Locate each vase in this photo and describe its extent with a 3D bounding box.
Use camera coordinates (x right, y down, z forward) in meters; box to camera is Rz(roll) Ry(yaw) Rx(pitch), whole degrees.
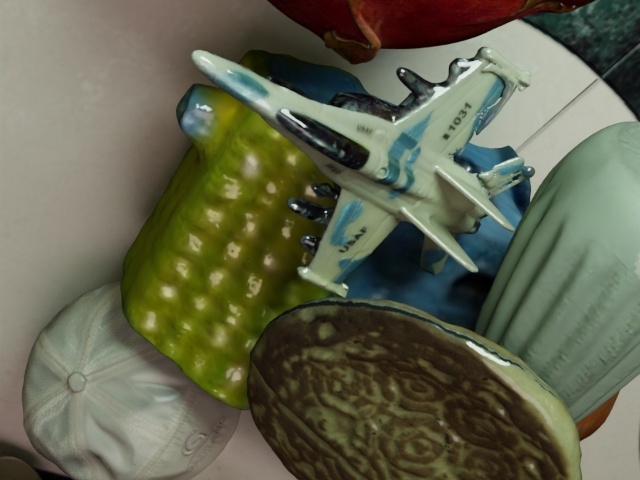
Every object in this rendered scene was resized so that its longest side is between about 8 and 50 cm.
[{"bbox_3d":[0.165,0.047,0.670,0.128,0.128,0.248,12,128,-20],"label":"vase"}]

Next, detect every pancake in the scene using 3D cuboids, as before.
[{"bbox_3d":[0.062,0.134,0.704,0.250,0.031,0.250,17,132,20],"label":"pancake"}]

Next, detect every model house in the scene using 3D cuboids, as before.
[{"bbox_3d":[0.000,0.000,0.818,0.303,0.215,0.237,25,118,-20],"label":"model house"}]

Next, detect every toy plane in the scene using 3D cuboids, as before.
[{"bbox_3d":[0.021,-0.058,0.615,0.262,0.088,0.192,30,109,-34],"label":"toy plane"}]

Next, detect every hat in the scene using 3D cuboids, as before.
[{"bbox_3d":[-0.129,0.157,0.905,0.275,0.161,0.232,36,102,-14],"label":"hat"}]

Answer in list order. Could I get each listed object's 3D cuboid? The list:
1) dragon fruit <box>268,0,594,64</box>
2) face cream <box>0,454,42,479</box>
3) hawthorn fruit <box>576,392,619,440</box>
[{"bbox_3d":[0.036,-0.229,0.614,0.315,0.250,0.250,31,117,-32],"label":"dragon fruit"},{"bbox_3d":[-0.421,0.336,1.090,0.137,0.084,0.341,36,122,-29],"label":"face cream"},{"bbox_3d":[0.204,0.071,0.935,0.199,0.199,0.251,35,91,-32],"label":"hawthorn fruit"}]
